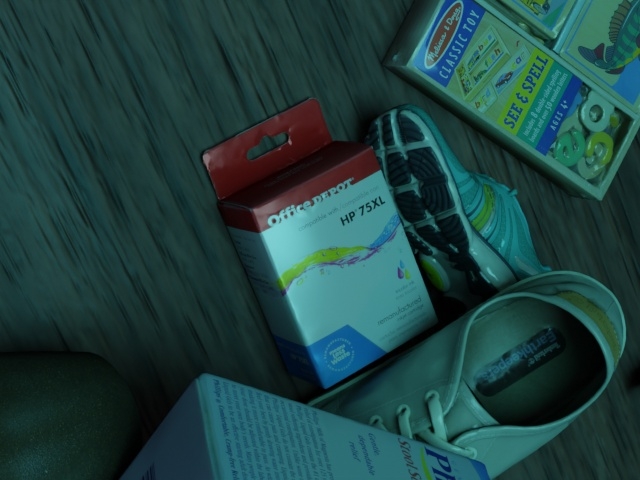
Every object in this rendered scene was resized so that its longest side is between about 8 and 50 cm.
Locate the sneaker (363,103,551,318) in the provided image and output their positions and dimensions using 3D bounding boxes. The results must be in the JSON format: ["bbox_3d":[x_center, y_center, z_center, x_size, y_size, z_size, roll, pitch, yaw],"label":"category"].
[{"bbox_3d":[0.134,-0.025,1.407,0.275,0.107,0.110,55,53,-27],"label":"sneaker"}]

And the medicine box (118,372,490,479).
[{"bbox_3d":[-0.030,0.279,1.181,0.289,0.149,0.263,21,121,-28],"label":"medicine box"}]

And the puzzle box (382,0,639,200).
[{"bbox_3d":[0.261,-0.279,1.446,0.272,0.052,0.408,30,83,-27],"label":"puzzle box"}]

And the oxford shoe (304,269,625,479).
[{"bbox_3d":[0.083,0.182,1.316,0.449,0.130,0.169,-37,89,4],"label":"oxford shoe"}]

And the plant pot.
[{"bbox_3d":[-0.265,0.177,1.172,0.230,0.215,0.215,-20,107,-39],"label":"plant pot"}]

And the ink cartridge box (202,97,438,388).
[{"bbox_3d":[0.000,0.000,1.336,0.134,0.078,0.231,-29,109,-21],"label":"ink cartridge box"}]
